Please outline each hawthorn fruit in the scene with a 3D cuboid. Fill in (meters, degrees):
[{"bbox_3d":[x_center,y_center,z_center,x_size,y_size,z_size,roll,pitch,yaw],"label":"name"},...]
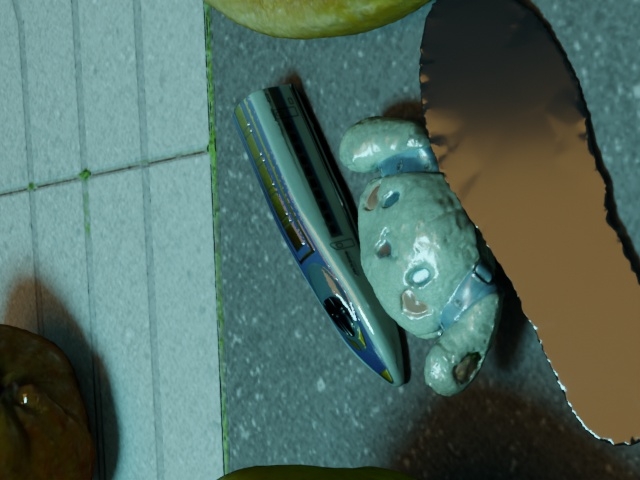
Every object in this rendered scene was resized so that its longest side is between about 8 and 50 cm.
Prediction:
[{"bbox_3d":[-0.350,0.205,1.373,0.262,0.258,0.258,-41,66,65],"label":"hawthorn fruit"}]

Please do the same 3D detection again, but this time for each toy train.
[{"bbox_3d":[0.001,0.000,1.055,0.055,0.048,0.252,-42,66,48],"label":"toy train"}]

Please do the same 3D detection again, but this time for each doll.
[{"bbox_3d":[0.072,0.001,0.953,0.103,0.071,0.214,-34,64,39],"label":"doll"}]

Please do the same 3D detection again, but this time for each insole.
[{"bbox_3d":[0.145,-0.022,0.883,0.109,0.007,0.322,-29,76,25],"label":"insole"}]

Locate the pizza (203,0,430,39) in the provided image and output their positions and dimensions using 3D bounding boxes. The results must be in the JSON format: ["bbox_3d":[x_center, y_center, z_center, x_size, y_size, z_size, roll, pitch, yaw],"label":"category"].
[{"bbox_3d":[-0.008,-0.238,0.996,0.365,0.074,0.182,1,100,50],"label":"pizza"}]

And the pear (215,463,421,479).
[{"bbox_3d":[0.021,0.346,0.864,0.362,0.362,0.418,-35,66,47],"label":"pear"}]
